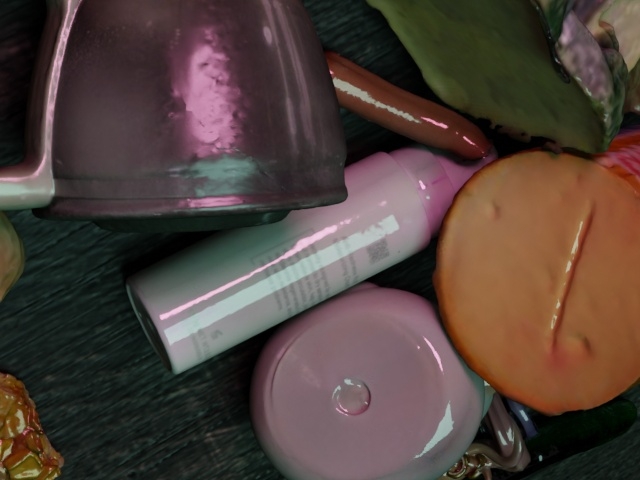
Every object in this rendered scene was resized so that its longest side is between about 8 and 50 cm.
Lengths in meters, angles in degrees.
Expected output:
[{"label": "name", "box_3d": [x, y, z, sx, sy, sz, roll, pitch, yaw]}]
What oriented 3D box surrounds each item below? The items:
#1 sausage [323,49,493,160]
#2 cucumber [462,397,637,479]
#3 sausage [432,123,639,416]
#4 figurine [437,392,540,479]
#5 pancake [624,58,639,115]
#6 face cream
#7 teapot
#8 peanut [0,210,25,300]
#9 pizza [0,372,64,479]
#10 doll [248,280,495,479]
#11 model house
[{"label": "sausage", "box_3d": [0.068, -0.116, 1.239, 0.177, 0.047, 0.040, 25, 75, -8]}, {"label": "cucumber", "box_3d": [0.236, 0.229, 1.560, 0.284, 0.056, 0.056, -19, 123, -24]}, {"label": "sausage", "box_3d": [0.266, 0.012, 1.284, 0.287, 0.233, 0.233, -13, 125, -55]}, {"label": "figurine", "box_3d": [0.158, 0.207, 1.464, 0.114, 0.126, 0.157, 40, 93, -10]}, {"label": "pancake", "box_3d": [0.351, -0.212, 1.391, 0.236, 0.042, 0.222, -15, 117, -26]}, {"label": "face cream", "box_3d": [0.000, 0.000, 1.266, 0.346, 0.102, 0.102, -26, 126, -16]}, {"label": "teapot", "box_3d": [-0.145, -0.125, 1.064, 0.322, 0.239, 0.239, -4, 93, -4]}, {"label": "peanut", "box_3d": [-0.313, -0.023, 1.050, 0.122, 0.137, 0.253, -38, 126, -9]}, {"label": "pizza", "box_3d": [-0.292, 0.190, 1.227, 0.161, 0.062, 0.182, 10, 108, -40]}, {"label": "doll", "box_3d": [0.061, 0.141, 1.346, 0.251, 0.221, 0.221, -19, 127, 10]}, {"label": "model house", "box_3d": [0.177, -0.264, 1.120, 0.266, 0.261, 0.321, -48, 128, -13]}]
